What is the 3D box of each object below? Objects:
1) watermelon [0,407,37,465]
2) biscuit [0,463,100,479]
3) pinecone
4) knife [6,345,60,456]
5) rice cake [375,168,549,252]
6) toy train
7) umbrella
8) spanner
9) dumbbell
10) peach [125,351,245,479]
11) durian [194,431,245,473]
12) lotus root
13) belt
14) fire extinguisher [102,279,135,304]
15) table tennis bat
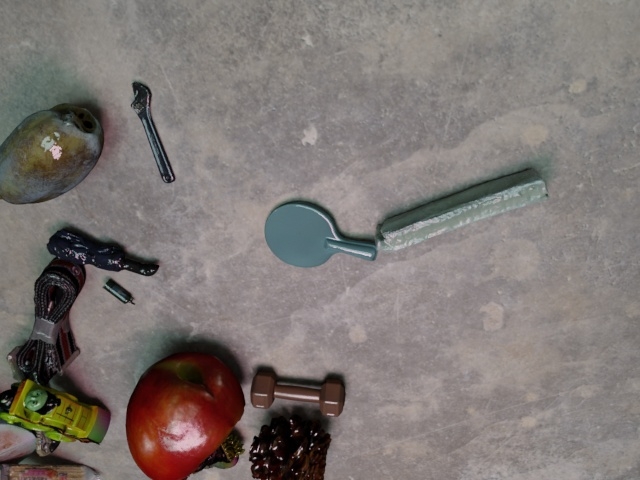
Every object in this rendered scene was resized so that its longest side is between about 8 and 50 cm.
[{"bbox_3d":[-0.922,0.541,1.428,0.175,0.188,0.322,54,130,20],"label":"watermelon"},{"bbox_3d":[-0.829,0.709,1.474,0.186,0.079,0.309,-43,136,22],"label":"biscuit"},{"bbox_3d":[-0.081,0.541,1.272,0.221,0.221,0.221,3,118,6],"label":"pinecone"},{"bbox_3d":[-0.762,0.436,1.373,0.043,0.089,0.365,6,117,18],"label":"knife"},{"bbox_3d":[0.262,-0.053,0.989,0.336,0.066,0.063,-18,114,17],"label":"rice cake"},{"bbox_3d":[-0.677,0.441,1.301,0.160,0.100,0.296,-3,145,14],"label":"toy train"},{"bbox_3d":[-0.487,0.039,1.136,0.248,0.071,0.071,20,118,-1],"label":"umbrella"},{"bbox_3d":[-0.332,-0.211,1.015,0.046,0.012,0.208,-8,116,11],"label":"spanner"},{"bbox_3d":[-0.054,0.375,1.246,0.231,0.082,0.092,5,119,5],"label":"dumbbell"},{"bbox_3d":[-0.328,0.437,1.212,0.281,0.281,0.338,13,114,1],"label":"peach"},{"bbox_3d":[-0.271,0.558,1.380,0.187,0.119,0.108,-33,147,34],"label":"durian"},{"bbox_3d":[-0.551,-0.144,1.001,0.322,0.158,0.140,-30,110,28],"label":"lotus root"},{"bbox_3d":[-0.643,0.192,1.222,0.126,0.094,0.359,22,118,-4],"label":"belt"},{"bbox_3d":[-0.475,0.128,1.206,0.083,0.025,0.038,41,153,-14],"label":"fire extinguisher"},{"bbox_3d":[0.000,0.000,1.069,0.244,0.040,0.153,12,120,5],"label":"table tennis bat"}]
